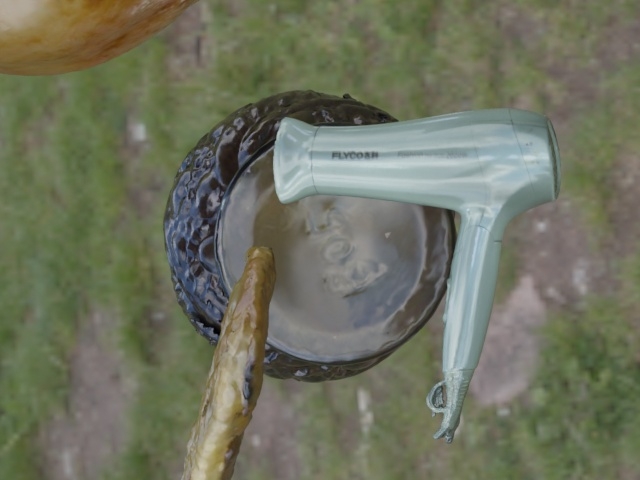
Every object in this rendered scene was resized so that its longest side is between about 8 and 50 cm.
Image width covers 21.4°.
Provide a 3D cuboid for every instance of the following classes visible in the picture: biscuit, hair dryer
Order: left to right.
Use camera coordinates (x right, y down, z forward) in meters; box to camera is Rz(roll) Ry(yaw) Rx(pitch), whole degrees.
[{"bbox_3d":[-0.057,0.106,0.912,0.118,0.029,0.247,-82,6,-47],"label":"biscuit"},{"bbox_3d":[0.067,0.025,1.201,0.206,0.075,0.237,-2,86,15],"label":"hair dryer"}]

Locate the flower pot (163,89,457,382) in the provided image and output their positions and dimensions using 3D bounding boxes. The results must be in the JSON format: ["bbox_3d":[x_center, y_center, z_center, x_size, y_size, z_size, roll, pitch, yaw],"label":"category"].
[{"bbox_3d":[0.000,0.000,1.445,0.267,0.267,0.266,-154,63,-83],"label":"flower pot"}]

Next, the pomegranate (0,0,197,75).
[{"bbox_3d":[-0.223,-0.331,1.332,0.411,0.411,0.411,8,100,59],"label":"pomegranate"}]
